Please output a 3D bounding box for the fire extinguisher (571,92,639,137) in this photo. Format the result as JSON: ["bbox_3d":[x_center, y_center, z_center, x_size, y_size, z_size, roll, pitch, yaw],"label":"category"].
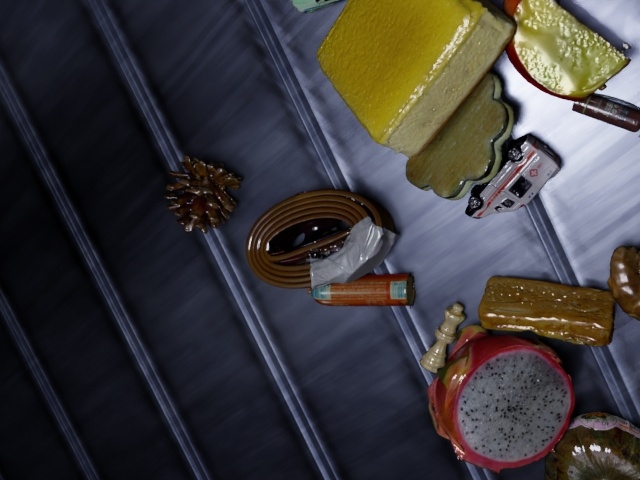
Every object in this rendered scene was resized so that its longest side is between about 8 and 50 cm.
[{"bbox_3d":[0.571,-0.246,1.539,0.158,0.043,0.064,23,71,15],"label":"fire extinguisher"}]

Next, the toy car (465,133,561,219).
[{"bbox_3d":[0.391,-0.114,1.631,0.108,0.089,0.210,37,113,-2],"label":"toy car"}]

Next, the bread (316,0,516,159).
[{"bbox_3d":[0.170,-0.384,1.551,0.333,0.143,0.323,-52,51,30],"label":"bread"}]

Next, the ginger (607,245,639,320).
[{"bbox_3d":[0.717,0.046,1.510,0.274,0.152,0.357,40,117,30],"label":"ginger"}]

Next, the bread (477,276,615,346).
[{"bbox_3d":[0.468,0.151,1.646,0.271,0.139,0.077,6,133,20],"label":"bread"}]

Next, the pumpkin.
[{"bbox_3d":[0.596,0.497,1.664,0.260,0.189,0.260,8,109,22],"label":"pumpkin"}]

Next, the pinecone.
[{"bbox_3d":[-0.285,-0.108,1.888,0.179,0.150,0.195,24,116,9],"label":"pinecone"}]

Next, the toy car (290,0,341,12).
[{"bbox_3d":[0.027,-0.547,1.665,0.224,0.076,0.090,-11,102,25],"label":"toy car"}]

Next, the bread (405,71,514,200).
[{"bbox_3d":[0.295,-0.194,1.617,0.286,0.056,0.207,-53,48,28],"label":"bread"}]

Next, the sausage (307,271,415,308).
[{"bbox_3d":[0.087,0.115,1.836,0.264,0.083,0.083,-2,104,25],"label":"sausage"}]

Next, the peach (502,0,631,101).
[{"bbox_3d":[0.428,-0.371,1.495,0.267,0.159,0.154,38,107,0],"label":"peach"}]

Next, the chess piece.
[{"bbox_3d":[0.281,0.217,1.794,0.060,0.060,0.172,25,111,15],"label":"chess piece"}]

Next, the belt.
[{"bbox_3d":[0.000,0.000,1.782,0.338,0.122,0.217,-15,81,24],"label":"belt"}]

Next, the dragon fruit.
[{"bbox_3d":[0.363,0.321,1.693,0.305,0.226,0.305,-2,101,-11],"label":"dragon fruit"}]
